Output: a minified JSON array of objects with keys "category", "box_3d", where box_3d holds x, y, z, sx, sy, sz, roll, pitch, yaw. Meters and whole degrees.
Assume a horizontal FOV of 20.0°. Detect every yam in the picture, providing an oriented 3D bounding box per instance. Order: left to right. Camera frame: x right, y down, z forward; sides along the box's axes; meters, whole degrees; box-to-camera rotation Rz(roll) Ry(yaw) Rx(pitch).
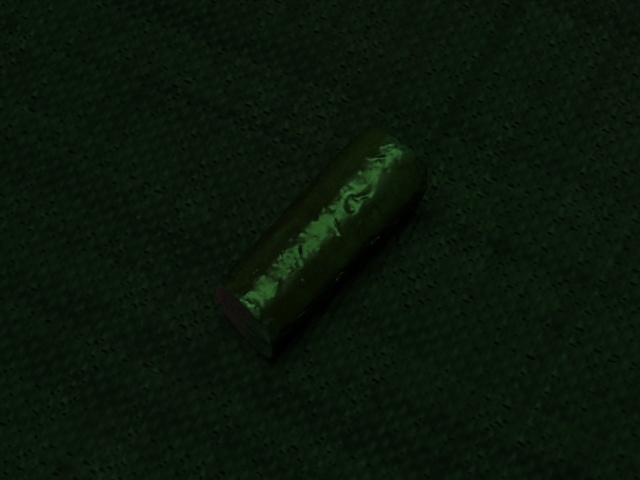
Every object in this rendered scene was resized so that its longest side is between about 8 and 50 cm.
[{"category":"yam","box_3d":[0.000,0.000,0.971,0.054,0.054,0.132,35,71,23]}]
